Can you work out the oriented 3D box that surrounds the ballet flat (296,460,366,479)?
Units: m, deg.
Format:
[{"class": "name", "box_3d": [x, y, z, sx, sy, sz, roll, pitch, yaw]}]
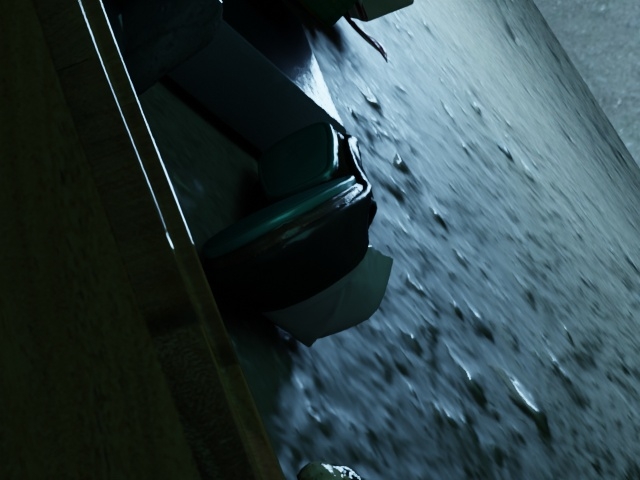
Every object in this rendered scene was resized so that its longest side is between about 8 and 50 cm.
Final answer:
[{"class": "ballet flat", "box_3d": [0.043, 0.147, 0.999, 0.173, 0.049, 0.057, 34, 24, -48]}]

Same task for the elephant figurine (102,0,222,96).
[{"class": "elephant figurine", "box_3d": [-0.165, -0.153, 0.887, 0.239, 0.186, 0.169, 33, -36, 38]}]

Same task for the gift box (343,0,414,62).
[{"class": "gift box", "box_3d": [0.080, -0.309, 1.632, 0.255, 0.258, 0.276, -113, -178, -85]}]

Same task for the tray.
[{"class": "tray", "box_3d": [-0.027, 0.124, 0.503, 0.411, 0.076, 0.203, 77, -8, -52]}]

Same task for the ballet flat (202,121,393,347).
[{"class": "ballet flat", "box_3d": [0.000, 0.000, 1.119, 0.096, 0.095, 0.280, 63, 14, -11]}]

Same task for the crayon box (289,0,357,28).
[{"class": "crayon box", "box_3d": [-0.065, -0.268, 1.372, 0.165, 0.081, 0.278, 44, 1, -30]}]

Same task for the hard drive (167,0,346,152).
[{"class": "hard drive", "box_3d": [-0.081, -0.156, 1.271, 0.255, 0.054, 0.172, 39, 22, -41]}]
